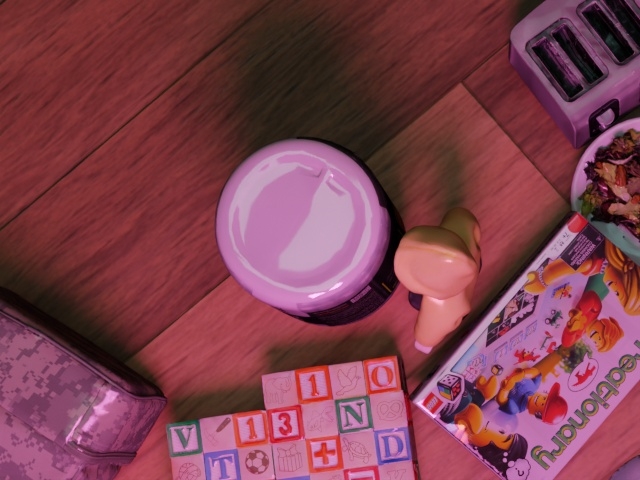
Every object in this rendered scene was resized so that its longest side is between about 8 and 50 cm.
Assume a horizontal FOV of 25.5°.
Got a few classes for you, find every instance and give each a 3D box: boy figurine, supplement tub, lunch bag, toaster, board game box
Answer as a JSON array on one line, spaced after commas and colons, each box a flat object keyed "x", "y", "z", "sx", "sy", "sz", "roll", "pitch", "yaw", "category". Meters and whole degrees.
[{"x": 0.139, "y": 0.045, "z": 1.651, "sx": 0.092, "sy": 0.285, "sz": 0.177, "roll": 15, "pitch": 88, "yaw": 10, "category": "boy figurine"}, {"x": 0.000, "y": 0.000, "z": 1.662, "sx": 0.194, "sy": 0.316, "sz": 0.193, "roll": -1, "pitch": 81, "yaw": 9, "category": "supplement tub"}, {"x": -0.383, "y": 0.220, "z": 1.742, "sx": 0.305, "sy": 0.212, "sz": 0.256, "roll": 31, "pitch": 87, "yaw": 12, "category": "lunch bag"}, {"x": 0.335, "y": -0.235, "z": 1.750, "sx": 0.168, "sy": 0.110, "sz": 0.185, "roll": -35, "pitch": 78, "yaw": 2, "category": "toaster"}, {"x": 0.278, "y": 0.141, "z": 1.712, "sx": 0.193, "sy": 0.053, "sz": 0.305, "roll": 41, "pitch": 90, "yaw": -3, "category": "board game box"}]

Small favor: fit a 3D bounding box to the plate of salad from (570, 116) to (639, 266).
[{"x": 0.408, "y": -0.053, "z": 1.729, "sx": 0.200, "sy": 0.048, "sz": 0.199, "roll": 0, "pitch": 94, "yaw": 5, "category": "plate of salad"}]

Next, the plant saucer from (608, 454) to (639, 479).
[{"x": 0.426, "y": 0.346, "z": 1.689, "sx": 0.195, "sy": 0.037, "sz": 0.195, "roll": -1, "pitch": 82, "yaw": 8, "category": "plant saucer"}]

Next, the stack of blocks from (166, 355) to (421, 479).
[{"x": -0.034, "y": 0.249, "z": 1.748, "sx": 0.297, "sy": 0.087, "sz": 0.171, "roll": -10, "pitch": 80, "yaw": 7, "category": "stack of blocks"}]
